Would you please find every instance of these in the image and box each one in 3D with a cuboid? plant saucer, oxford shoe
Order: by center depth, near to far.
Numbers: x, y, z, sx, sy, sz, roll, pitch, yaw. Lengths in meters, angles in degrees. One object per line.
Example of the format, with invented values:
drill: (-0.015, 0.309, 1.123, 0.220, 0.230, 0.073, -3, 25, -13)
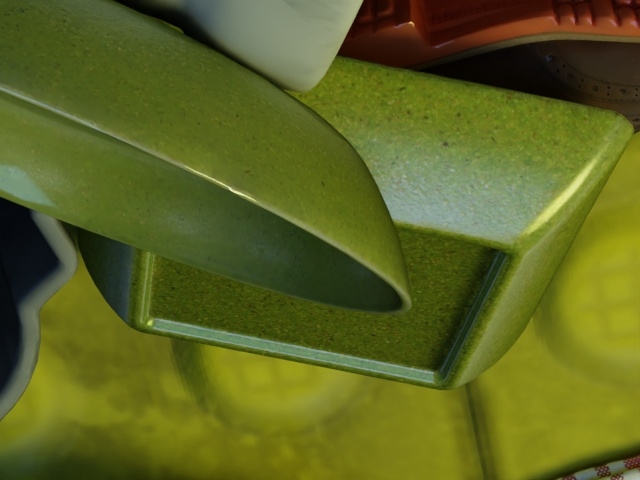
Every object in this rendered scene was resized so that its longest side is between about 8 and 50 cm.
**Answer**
plant saucer: (-0.082, -0.039, 0.541, 0.241, 0.241, 0.037, 21, 82, -8)
oxford shoe: (0.093, -0.073, 0.712, 0.271, 0.097, 0.098, -4, 135, 13)
plant saucer: (0.000, 0.000, 0.715, 0.188, 0.045, 0.188, 11, 152, -3)

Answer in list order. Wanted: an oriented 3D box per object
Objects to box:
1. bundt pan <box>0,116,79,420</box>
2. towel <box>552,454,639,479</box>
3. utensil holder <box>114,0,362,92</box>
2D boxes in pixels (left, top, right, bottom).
bundt pan: (-0.256, -0.037, 0.699, 0.331, 0.124, 0.331, -5, 125, -7)
towel: (0.137, 0.164, 0.858, 0.197, 0.029, 0.144, -19, 114, 13)
utensil holder: (-0.125, -0.256, 0.489, 0.385, 0.327, 0.327, 21, 117, -5)
